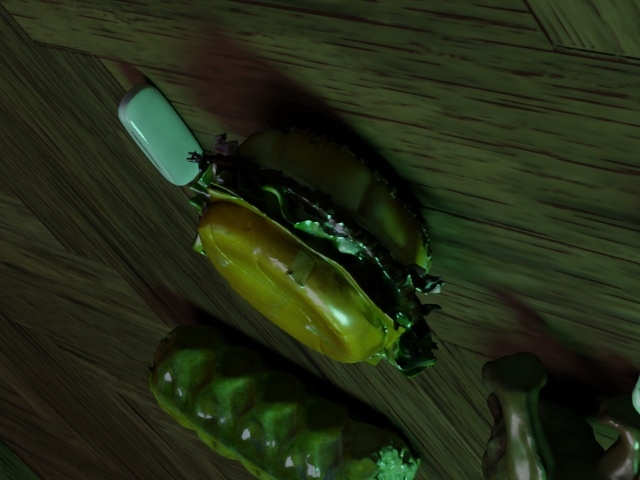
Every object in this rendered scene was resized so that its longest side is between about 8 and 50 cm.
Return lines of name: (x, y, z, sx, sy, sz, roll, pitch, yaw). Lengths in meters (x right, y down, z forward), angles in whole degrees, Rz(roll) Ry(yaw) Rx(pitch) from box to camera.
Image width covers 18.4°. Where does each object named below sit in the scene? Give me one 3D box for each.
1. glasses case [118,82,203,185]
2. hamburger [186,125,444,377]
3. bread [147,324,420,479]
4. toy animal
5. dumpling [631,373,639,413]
glasses case: (-0.106, -0.070, 1.319, 0.021, 0.032, 0.083, 19, 155, 44)
hamburger: (0.002, 0.003, 1.183, 0.189, 0.093, 0.164, 43, 165, -8)
bread: (-0.039, 0.154, 1.659, 0.269, 0.087, 0.098, 29, 164, 32)
toy animal: (0.168, 0.178, 1.173, 0.157, 0.097, 0.312, 83, 167, -46)
dumpling: (0.245, 0.079, 0.916, 0.169, 0.100, 0.134, 41, 134, 28)
